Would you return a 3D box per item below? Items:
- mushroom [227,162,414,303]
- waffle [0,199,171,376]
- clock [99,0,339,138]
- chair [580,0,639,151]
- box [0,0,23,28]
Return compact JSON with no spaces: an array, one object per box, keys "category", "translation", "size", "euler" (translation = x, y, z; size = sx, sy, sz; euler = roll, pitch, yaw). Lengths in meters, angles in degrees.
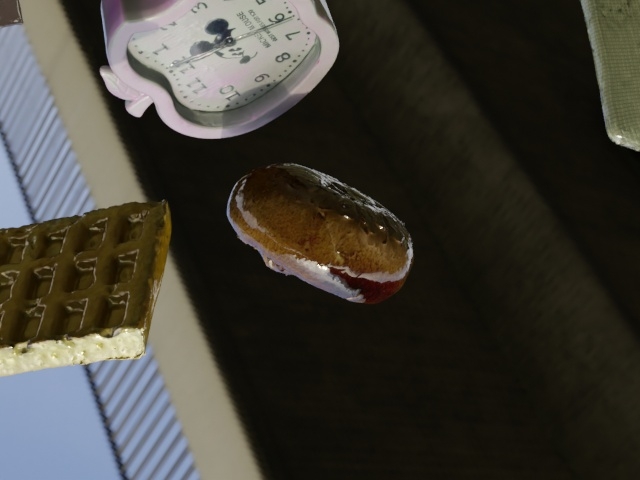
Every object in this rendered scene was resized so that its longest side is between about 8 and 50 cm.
[{"category":"mushroom","translation":[0.002,-0.014,2.068],"size":[0.297,0.163,0.278],"euler":[22,179,-37]},{"category":"waffle","translation":[-0.300,0.057,1.671],"size":[0.221,0.248,0.055],"euler":[-84,-22,-46]},{"category":"clock","translation":[-0.148,-0.286,2.011],"size":[0.339,0.338,0.102],"euler":[12,-131,-36]},{"category":"chair","translation":[0.230,-0.234,0.907],"size":[0.160,0.186,0.319],"euler":[-2,-124,-18]},{"category":"box","translation":[-0.572,-0.381,2.020],"size":[0.252,0.153,0.188],"euler":[-19,-136,-12]}]
